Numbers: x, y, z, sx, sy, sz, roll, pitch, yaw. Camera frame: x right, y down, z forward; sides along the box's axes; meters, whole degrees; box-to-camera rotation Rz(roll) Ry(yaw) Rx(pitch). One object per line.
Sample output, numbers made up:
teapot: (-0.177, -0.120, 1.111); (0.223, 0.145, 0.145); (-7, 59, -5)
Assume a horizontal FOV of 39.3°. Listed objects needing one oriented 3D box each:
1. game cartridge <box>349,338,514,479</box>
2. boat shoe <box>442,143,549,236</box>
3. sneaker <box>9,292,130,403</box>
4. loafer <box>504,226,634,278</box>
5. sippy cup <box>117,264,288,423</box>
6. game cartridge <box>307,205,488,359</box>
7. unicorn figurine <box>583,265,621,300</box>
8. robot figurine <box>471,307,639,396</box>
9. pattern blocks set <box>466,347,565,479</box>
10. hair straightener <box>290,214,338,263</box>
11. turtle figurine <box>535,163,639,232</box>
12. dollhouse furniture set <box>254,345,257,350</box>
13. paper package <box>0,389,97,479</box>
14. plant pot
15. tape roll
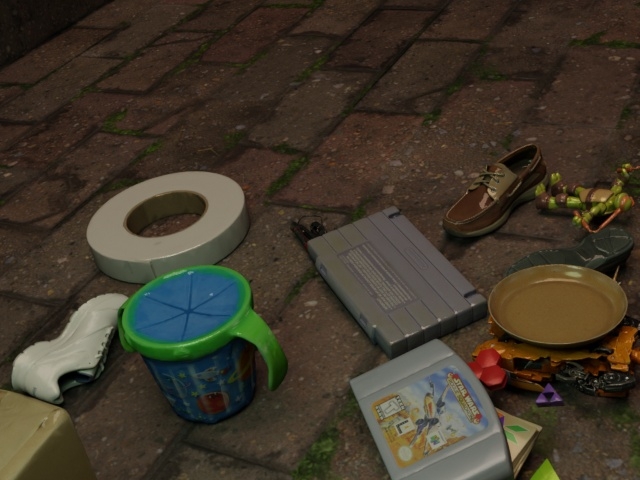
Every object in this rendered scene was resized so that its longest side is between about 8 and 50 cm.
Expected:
game cartridge: (0.180, 0.292, 1.436); (0.198, 0.062, 0.297); (-29, 40, 2)
boat shoe: (0.388, -0.119, 2.009); (0.324, 0.116, 0.123); (-35, 40, -31)
sneaker: (-0.474, 0.222, 1.800); (0.129, 0.111, 0.297); (27, 52, 23)
loafer: (0.492, 0.060, 1.761); (0.268, 0.084, 0.096); (-19, 45, -6)
sippy cup: (-0.217, 0.200, 1.623); (0.240, 0.224, 0.305); (-22, 36, -17)
game cartridge: (0.144, 0.078, 1.821); (0.230, 0.068, 0.355); (-25, 44, -13)
unicorn figurine: (0.521, 0.106, 1.688); (0.111, 0.060, 0.162); (2, 23, 4)
robot figurine: (0.426, 0.194, 1.567); (0.291, 0.085, 0.211); (7, 38, 26)
pattern blocks set: (0.248, 0.334, 1.416); (0.325, 0.026, 0.285); (-40, 42, -16)
hair straightener: (0.000, 0.000, 2.024); (0.089, 0.047, 0.230); (-20, 30, -14)
turtle figurine: (0.594, -0.097, 1.944); (0.217, 0.087, 0.269); (14, 49, 44)
dollhouse furniture set: (-0.183, 0.170, 1.805); (0.076, 0.058, 0.152); (-25, 36, -20)
paper package: (-0.454, 0.436, 1.255); (0.168, 0.324, 0.309); (7, 37, 24)
plant pot: (0.416, 0.119, 1.577); (0.237, 0.032, 0.236); (-8, 30, 4)
tape roll: (-0.364, -0.038, 2.154); (0.392, 0.072, 0.392); (-8, 35, 5)
